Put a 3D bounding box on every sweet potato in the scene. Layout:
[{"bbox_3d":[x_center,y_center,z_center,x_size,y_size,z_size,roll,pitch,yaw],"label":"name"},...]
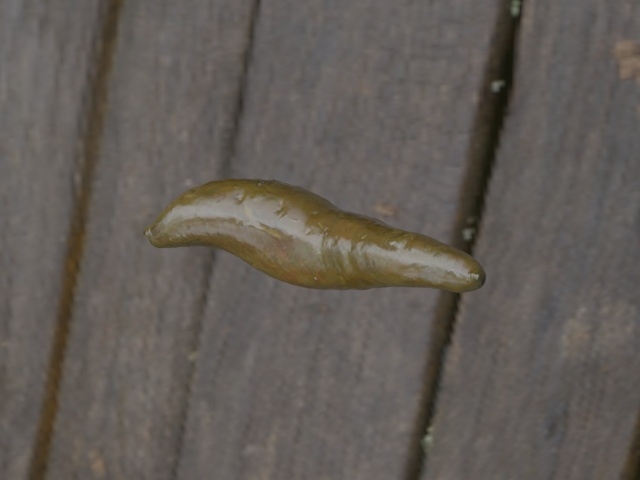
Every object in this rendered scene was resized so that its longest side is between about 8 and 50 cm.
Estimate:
[{"bbox_3d":[0.003,0.001,0.996,0.249,0.069,0.059,13,89,37],"label":"sweet potato"}]
